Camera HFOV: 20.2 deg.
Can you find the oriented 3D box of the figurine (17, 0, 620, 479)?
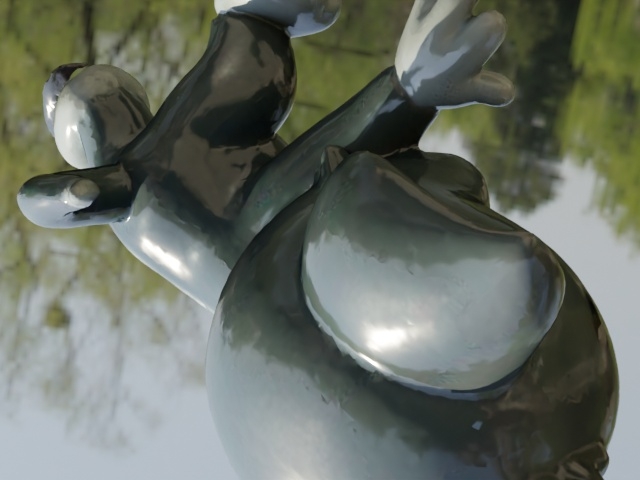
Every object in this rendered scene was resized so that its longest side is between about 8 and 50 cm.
[{"bbox_3d":[-0.005,-0.001,0.570,0.265,0.193,0.140,33,-139,23],"label":"figurine"}]
